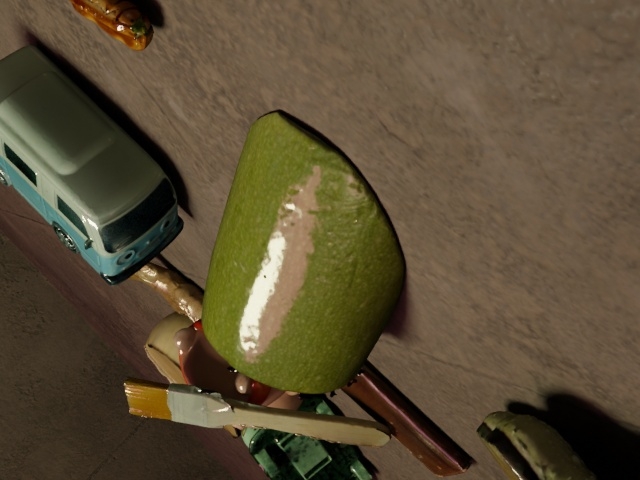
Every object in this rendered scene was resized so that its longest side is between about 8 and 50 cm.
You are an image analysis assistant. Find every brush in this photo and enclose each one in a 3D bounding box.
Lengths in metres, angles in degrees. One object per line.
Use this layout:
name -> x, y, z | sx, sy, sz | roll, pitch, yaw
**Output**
brush -> -0.079, 0.218, 1.046 | 0.337, 0.020, 0.085 | 9, 136, 5

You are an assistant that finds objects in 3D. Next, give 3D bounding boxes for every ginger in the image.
ginger -> -0.251, 0.074, 1.348 | 0.288, 0.075, 0.089 | 33, 163, 16

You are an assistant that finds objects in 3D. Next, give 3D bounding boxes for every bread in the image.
bread -> 0.212, 0.226, 0.694 | 0.207, 0.056, 0.286 | 55, 177, -17

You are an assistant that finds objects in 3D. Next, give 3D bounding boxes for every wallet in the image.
wallet -> 0.099, 0.218, 1.018 | 0.176, 0.026, 0.095 | 41, 154, 3

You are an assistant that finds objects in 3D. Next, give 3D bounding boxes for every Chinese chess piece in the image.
Chinese chess piece -> -0.200, 0.239, 1.514 | 0.257, 0.104, 0.257 | 37, 158, 18

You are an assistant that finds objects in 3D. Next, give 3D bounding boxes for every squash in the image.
squash -> 0.000, 0.000, 0.782 | 0.189, 0.189, 0.260 | 35, 123, 23

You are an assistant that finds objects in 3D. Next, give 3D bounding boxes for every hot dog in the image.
hot dog -> -0.181, -0.199, 0.716 | 0.122, 0.037, 0.049 | 38, 171, 30

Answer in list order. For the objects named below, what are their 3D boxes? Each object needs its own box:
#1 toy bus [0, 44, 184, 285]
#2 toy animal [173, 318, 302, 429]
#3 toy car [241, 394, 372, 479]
toy bus -> -0.294, -0.093, 0.997 | 0.271, 0.133, 0.164 | 43, 156, 8
toy animal -> -0.106, 0.173, 1.145 | 0.171, 0.171, 0.197 | 33, 165, 28
toy car -> -0.026, 0.337, 1.344 | 0.125, 0.136, 0.305 | 43, 166, 45
